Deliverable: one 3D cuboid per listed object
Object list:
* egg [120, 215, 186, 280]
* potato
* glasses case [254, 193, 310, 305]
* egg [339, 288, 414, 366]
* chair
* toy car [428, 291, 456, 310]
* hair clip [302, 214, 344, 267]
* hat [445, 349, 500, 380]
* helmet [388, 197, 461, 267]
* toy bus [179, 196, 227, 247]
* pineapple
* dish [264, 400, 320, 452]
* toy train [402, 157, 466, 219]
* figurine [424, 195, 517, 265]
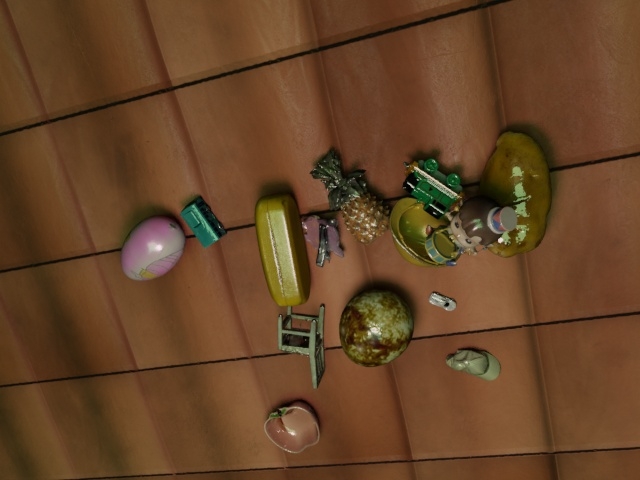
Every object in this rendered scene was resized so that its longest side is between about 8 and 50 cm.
[{"bbox_3d":[-0.583,0.035,1.955,0.196,0.196,0.271,38,107,-2],"label":"egg"},{"bbox_3d":[0.569,-0.134,1.666,0.176,0.195,0.369,-6,104,-32],"label":"potato"},{"bbox_3d":[-0.130,0.029,1.861,0.141,0.173,0.371,-6,105,14],"label":"glasses case"},{"bbox_3d":[0.173,0.292,1.849,0.238,0.238,0.289,31,122,1],"label":"egg"},{"bbox_3d":[-0.066,0.362,1.981,0.147,0.136,0.271,5,111,12],"label":"chair"},{"bbox_3d":[0.406,0.204,1.878,0.093,0.025,0.041,22,113,5],"label":"toy car"},{"bbox_3d":[0.005,-0.003,1.867,0.146,0.056,0.187,14,121,33],"label":"hair clip"},{"bbox_3d":[0.519,0.427,1.907,0.166,0.081,0.122,33,115,-11],"label":"hat"},{"bbox_3d":[0.301,-0.004,1.761,0.257,0.205,0.140,29,152,-7],"label":"helmet"},{"bbox_3d":[-0.404,-0.062,1.937,0.079,0.092,0.160,-31,99,19],"label":"toy bus"},{"bbox_3d":[0.101,-0.140,1.780,0.170,0.141,0.310,-39,90,28],"label":"pineapple"},{"bbox_3d":[-0.096,0.681,2.123,0.213,0.090,0.213,4,112,10],"label":"dish"},{"bbox_3d":[0.335,-0.155,1.707,0.227,0.091,0.136,32,76,0],"label":"toy train"},{"bbox_3d":[0.424,-0.034,1.598,0.161,0.158,0.275,52,136,5],"label":"figurine"}]
